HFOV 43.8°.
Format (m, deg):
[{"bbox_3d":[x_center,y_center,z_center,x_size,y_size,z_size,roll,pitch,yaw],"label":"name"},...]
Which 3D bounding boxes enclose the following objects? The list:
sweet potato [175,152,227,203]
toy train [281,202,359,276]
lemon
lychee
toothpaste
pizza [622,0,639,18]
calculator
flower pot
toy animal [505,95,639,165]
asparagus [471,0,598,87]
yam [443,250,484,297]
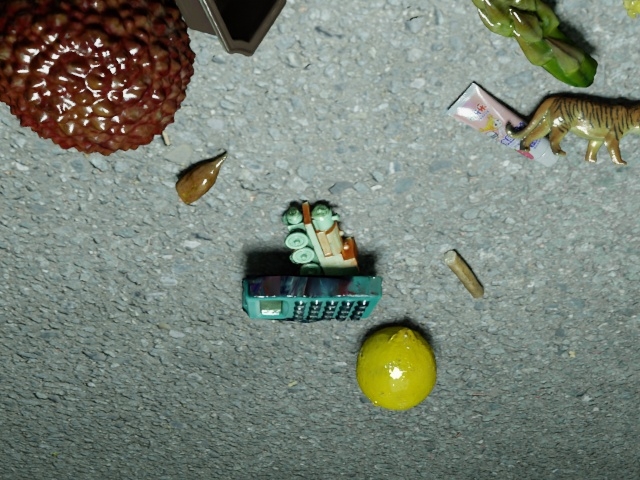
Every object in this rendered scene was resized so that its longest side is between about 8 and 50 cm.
[{"bbox_3d":[-0.195,-0.109,1.333,0.117,0.049,0.049,-38,127,24],"label":"sweet potato"},{"bbox_3d":[0.000,0.000,1.440,0.118,0.074,0.176,-14,137,6],"label":"toy train"},{"bbox_3d":[0.161,0.267,1.680,0.173,0.173,0.206,2,125,-2],"label":"lemon"},{"bbox_3d":[-0.294,-0.239,1.023,0.264,0.300,0.264,4,102,21],"label":"lychee"},{"bbox_3d":[0.293,-0.177,1.246,0.194,0.043,0.067,26,131,-20],"label":"toothpaste"},{"bbox_3d":[0.399,-0.387,0.962,0.279,0.075,0.288,-12,138,16],"label":"pizza"},{"bbox_3d":[-0.017,0.116,1.521,0.274,0.058,0.248,1,165,-3],"label":"calculator"},{"bbox_3d":[-0.136,-0.355,0.956,0.084,0.179,0.251,9,146,29],"label":"flower pot"},{"bbox_3d":[0.405,-0.172,1.220,0.241,0.057,0.099,9,95,-1],"label":"toy animal"},{"bbox_3d":[0.272,-0.298,1.073,0.080,0.080,0.287,-31,134,33],"label":"asparagus"},{"bbox_3d":[0.282,0.068,1.547,0.032,0.032,0.145,-20,137,23],"label":"yam"}]
